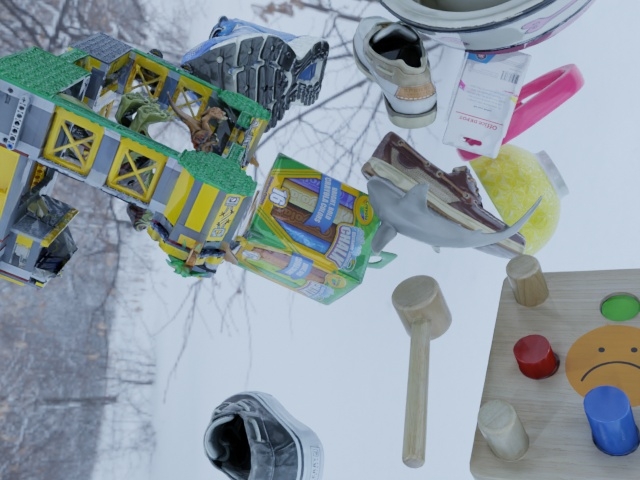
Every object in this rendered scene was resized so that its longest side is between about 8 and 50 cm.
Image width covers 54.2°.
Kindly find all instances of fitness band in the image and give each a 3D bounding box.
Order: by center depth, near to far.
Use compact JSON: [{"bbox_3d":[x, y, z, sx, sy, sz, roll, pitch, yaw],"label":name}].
[{"bbox_3d":[0.393,-0.255,1.255,0.054,0.291,0.209,55,168,-10],"label":"fitness band"}]

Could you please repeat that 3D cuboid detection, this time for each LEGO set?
[{"bbox_3d":[-0.182,-0.048,0.571,0.192,0.255,0.331,-61,20,22],"label":"LEGO set"}]

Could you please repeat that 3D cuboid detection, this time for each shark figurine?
[{"bbox_3d":[0.186,-0.043,0.970,0.166,0.278,0.116,-57,-23,-43],"label":"shark figurine"}]

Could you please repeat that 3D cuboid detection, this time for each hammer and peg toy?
[{"bbox_3d":[0.240,0.137,0.626,0.361,0.127,0.266,-5,43,31],"label":"hammer and peg toy"}]

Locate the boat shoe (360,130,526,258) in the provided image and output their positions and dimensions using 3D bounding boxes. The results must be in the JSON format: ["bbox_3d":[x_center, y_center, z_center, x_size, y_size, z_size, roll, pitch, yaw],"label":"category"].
[{"bbox_3d":[0.247,-0.088,1.170,0.123,0.342,0.123,-58,-4,-7],"label":"boat shoe"}]

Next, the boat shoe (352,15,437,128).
[{"bbox_3d":[0.125,-0.312,1.038,0.103,0.113,0.302,84,170,-45],"label":"boat shoe"}]

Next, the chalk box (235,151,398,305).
[{"bbox_3d":[0.000,0.000,1.185,0.180,0.289,0.179,-47,20,62],"label":"chalk box"}]

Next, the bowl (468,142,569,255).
[{"bbox_3d":[0.467,-0.117,1.426,0.156,0.289,0.289,-30,44,16],"label":"bowl"}]

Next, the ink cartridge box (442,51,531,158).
[{"bbox_3d":[0.281,-0.243,1.086,0.061,0.104,0.181,-76,3,-80],"label":"ink cartridge box"}]

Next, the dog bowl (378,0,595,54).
[{"bbox_3d":[0.275,-0.474,0.960,0.408,0.150,0.408,-9,72,29],"label":"dog bowl"}]

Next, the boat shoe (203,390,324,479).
[{"bbox_3d":[-0.116,0.288,0.935,0.335,0.119,0.121,-12,66,62],"label":"boat shoe"}]

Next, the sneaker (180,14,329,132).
[{"bbox_3d":[-0.106,-0.231,0.854,0.330,0.147,0.130,-41,-34,-65],"label":"sneaker"}]
